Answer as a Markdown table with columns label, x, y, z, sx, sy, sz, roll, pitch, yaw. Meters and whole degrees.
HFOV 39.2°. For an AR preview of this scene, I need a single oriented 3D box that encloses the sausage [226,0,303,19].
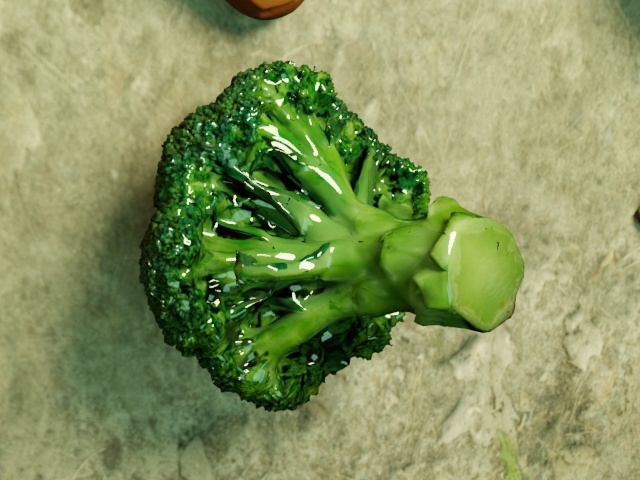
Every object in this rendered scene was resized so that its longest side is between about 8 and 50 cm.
| label | x | y | z | sx | sy | sz | roll | pitch | yaw |
| --- | --- | --- | --- | --- | --- | --- | --- | --- | --- |
| sausage | -0.067 | -0.241 | 0.706 | 0.089 | 0.089 | 0.179 | -49 | 129 | 3 |

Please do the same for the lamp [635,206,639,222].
| label | x | y | z | sx | sy | sz | roll | pitch | yaw |
| --- | --- | --- | --- | --- | --- | --- | --- | --- | --- |
| lamp | 0.388 | -0.044 | 0.994 | 0.083 | 0.031 | 0.063 | -45 | 118 | 5 |

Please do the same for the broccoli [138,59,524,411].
| label | x | y | z | sx | sy | sz | roll | pitch | yaw |
| --- | --- | --- | --- | --- | --- | --- | --- | --- | --- |
| broccoli | 0.000 | 0.000 | 0.719 | 0.297 | 0.297 | 0.298 | -2 | 93 | -45 |
